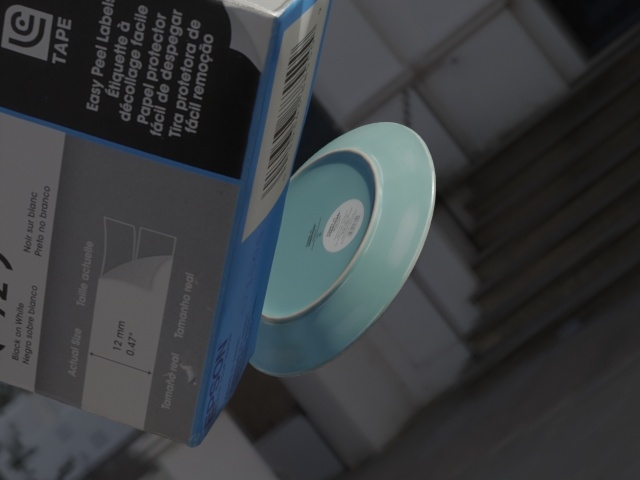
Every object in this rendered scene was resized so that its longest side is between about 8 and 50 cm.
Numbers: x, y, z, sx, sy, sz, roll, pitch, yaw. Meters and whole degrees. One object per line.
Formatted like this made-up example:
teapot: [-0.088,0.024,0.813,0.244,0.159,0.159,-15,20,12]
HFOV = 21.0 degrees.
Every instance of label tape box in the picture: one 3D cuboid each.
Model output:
label tape box: [-0.188,-0.068,0.884,0.115,0.347,0.249,-62,-13,-59]

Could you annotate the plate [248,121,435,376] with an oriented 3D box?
plate: [0.000,0.000,1.135,0.188,0.024,0.188,-34,38,32]
